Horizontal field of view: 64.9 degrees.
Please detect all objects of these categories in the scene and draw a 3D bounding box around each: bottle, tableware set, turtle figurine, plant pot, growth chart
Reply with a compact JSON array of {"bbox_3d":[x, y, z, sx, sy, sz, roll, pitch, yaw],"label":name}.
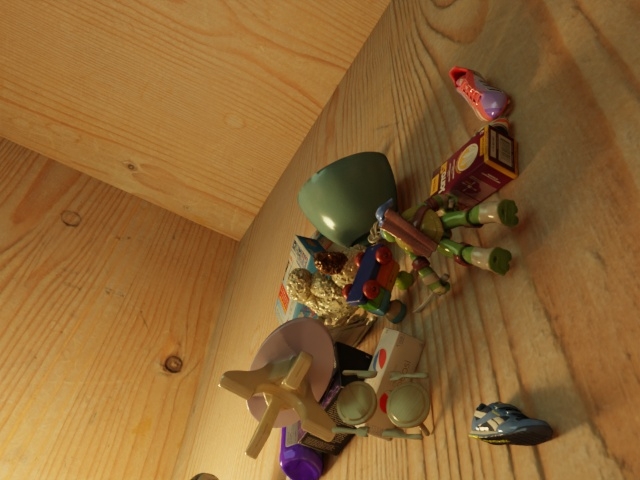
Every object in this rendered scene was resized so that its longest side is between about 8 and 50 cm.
[{"bbox_3d":[-0.047,0.468,1.301,0.092,0.118,0.283,-24,30,14],"label":"bottle"},{"bbox_3d":[0.122,0.319,0.967,0.194,0.039,0.128,-8,52,31],"label":"tableware set"},{"bbox_3d":[0.270,0.002,1.014,0.266,0.275,0.198,3,44,52],"label":"turtle figurine"},{"bbox_3d":[0.102,-0.088,1.439,0.290,0.290,0.196,-47,60,47],"label":"plant pot"},{"bbox_3d":[0.051,0.238,1.232,0.021,0.237,0.172,46,112,30],"label":"growth chart"}]

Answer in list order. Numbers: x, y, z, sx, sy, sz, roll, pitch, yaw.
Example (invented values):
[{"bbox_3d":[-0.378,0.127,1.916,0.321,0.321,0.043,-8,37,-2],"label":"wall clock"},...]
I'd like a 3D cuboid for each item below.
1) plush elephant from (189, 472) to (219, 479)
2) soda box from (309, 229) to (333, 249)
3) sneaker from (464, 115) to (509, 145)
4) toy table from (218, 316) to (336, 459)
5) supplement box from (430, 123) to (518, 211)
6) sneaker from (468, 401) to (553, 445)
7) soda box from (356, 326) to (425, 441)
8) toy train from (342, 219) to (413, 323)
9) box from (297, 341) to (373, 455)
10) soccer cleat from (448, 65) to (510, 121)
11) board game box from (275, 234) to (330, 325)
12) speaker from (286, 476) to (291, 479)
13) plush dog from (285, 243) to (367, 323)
[{"bbox_3d":[-0.297,0.795,1.362,0.330,0.255,0.272,-34,35,61],"label":"plush elephant"},{"bbox_3d":[0.000,0.000,1.925,0.183,0.062,0.058,-46,26,48],"label":"soda box"},{"bbox_3d":[0.365,-0.218,1.136,0.075,0.057,0.161,-56,6,-38],"label":"sneaker"},{"bbox_3d":[-0.077,0.310,1.060,0.161,0.252,0.275,-68,-6,-76],"label":"toy table"},{"bbox_3d":[0.325,-0.143,1.082,0.188,0.080,0.104,-44,27,52],"label":"supplement box"},{"bbox_3d":[0.270,0.261,0.726,0.144,0.053,0.059,-35,32,58],"label":"sneaker"},{"bbox_3d":[0.139,0.296,1.055,0.216,0.069,0.074,-67,16,-9],"label":"soda box"},{"bbox_3d":[0.165,0.064,1.202,0.105,0.143,0.248,-18,44,58],"label":"toy train"},{"bbox_3d":[0.038,0.372,1.189,0.207,0.108,0.153,-59,17,23],"label":"box"},{"bbox_3d":[0.374,-0.357,1.211,0.083,0.095,0.248,-56,18,28],"label":"soccer cleat"},{"bbox_3d":[-0.064,0.163,1.749,0.308,0.086,0.302,-131,56,-72],"label":"board game box"},{"bbox_3d":[-0.060,0.583,1.287,0.055,0.055,0.136,-56,19,28],"label":"speaker"},{"bbox_3d":[0.069,0.107,1.350,0.211,0.262,0.226,55,136,33],"label":"plush dog"}]
